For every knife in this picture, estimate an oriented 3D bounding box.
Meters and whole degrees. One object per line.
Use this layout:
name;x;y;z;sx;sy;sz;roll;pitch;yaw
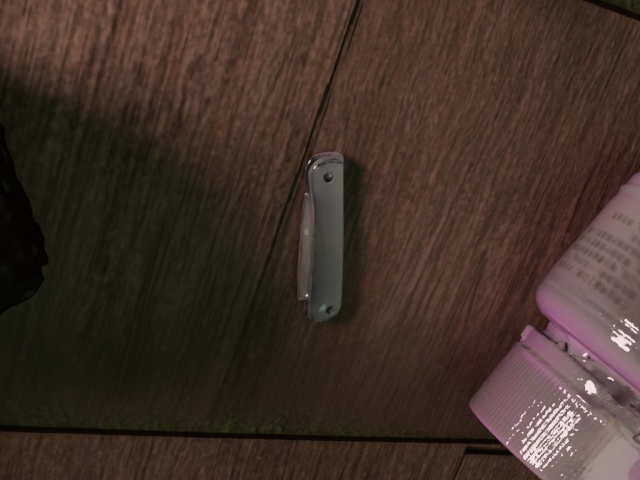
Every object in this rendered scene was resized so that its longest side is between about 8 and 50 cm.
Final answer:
knife;0.000;0.000;0.830;0.044;0.023;0.162;-8;117;-17

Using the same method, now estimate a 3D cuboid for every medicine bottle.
medicine bottle;0.312;0.108;0.895;0.241;0.241;0.302;37;95;-33

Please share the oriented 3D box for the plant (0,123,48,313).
plant;-0.312;-0.072;0.551;0.215;0.213;0.312;-28;86;-11
